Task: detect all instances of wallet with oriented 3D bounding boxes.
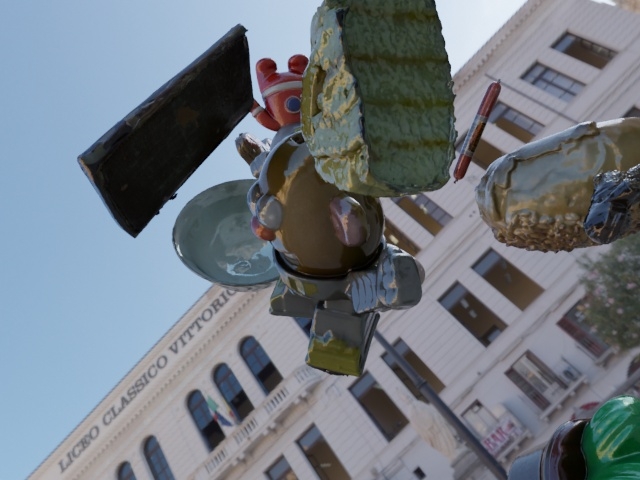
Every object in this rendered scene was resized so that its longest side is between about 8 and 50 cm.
[{"bbox_3d":[-0.147,-0.118,0.497,0.232,0.031,0.122,-56,-14,-27],"label":"wallet"}]

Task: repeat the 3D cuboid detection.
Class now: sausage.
[{"bbox_3d":[0.363,-0.252,1.104,0.034,0.034,0.253,0,-65,-46],"label":"sausage"}]

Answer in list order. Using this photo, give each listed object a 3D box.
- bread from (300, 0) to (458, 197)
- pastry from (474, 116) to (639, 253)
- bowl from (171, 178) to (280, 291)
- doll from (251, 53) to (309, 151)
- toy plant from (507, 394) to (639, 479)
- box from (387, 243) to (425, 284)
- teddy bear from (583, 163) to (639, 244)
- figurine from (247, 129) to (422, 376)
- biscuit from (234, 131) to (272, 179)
[{"bbox_3d":[0.034,-0.108,0.361,0.103,0.110,0.156,-4,-89,-24],"label":"bread"},{"bbox_3d":[0.547,-0.104,1.023,0.410,0.245,0.409,-13,-4,-1],"label":"pastry"},{"bbox_3d":[-0.162,0.016,1.062,0.313,0.313,0.146,-25,-35,-25],"label":"bowl"},{"bbox_3d":[-0.054,-0.249,1.034,0.200,0.336,0.105,-10,-11,-11],"label":"doll"},{"bbox_3d":[0.247,0.203,0.384,0.105,0.142,0.200,18,-32,-20],"label":"toy plant"},{"bbox_3d":[0.228,0.090,1.481,0.146,0.200,0.088,-39,-30,-33],"label":"box"},{"bbox_3d":[0.428,-0.064,0.688,0.160,0.078,0.119,-42,-19,-26],"label":"teddy bear"},{"bbox_3d":[0.000,-0.001,0.600,0.167,0.343,0.285,-36,-42,-39],"label":"figurine"},{"bbox_3d":[-0.157,-0.236,1.861,0.076,0.394,0.368,-27,-5,21],"label":"biscuit"}]
